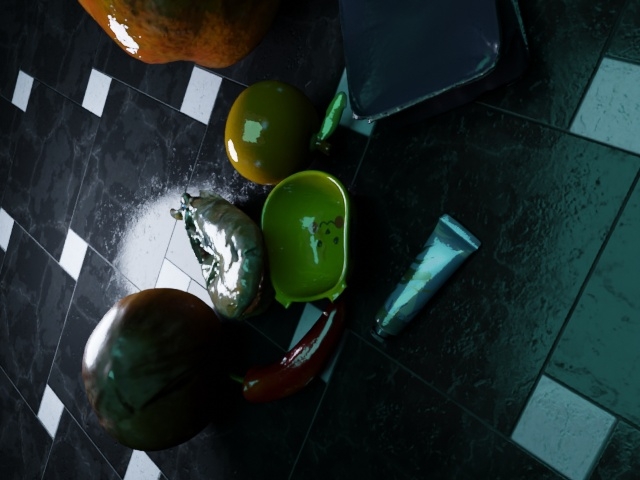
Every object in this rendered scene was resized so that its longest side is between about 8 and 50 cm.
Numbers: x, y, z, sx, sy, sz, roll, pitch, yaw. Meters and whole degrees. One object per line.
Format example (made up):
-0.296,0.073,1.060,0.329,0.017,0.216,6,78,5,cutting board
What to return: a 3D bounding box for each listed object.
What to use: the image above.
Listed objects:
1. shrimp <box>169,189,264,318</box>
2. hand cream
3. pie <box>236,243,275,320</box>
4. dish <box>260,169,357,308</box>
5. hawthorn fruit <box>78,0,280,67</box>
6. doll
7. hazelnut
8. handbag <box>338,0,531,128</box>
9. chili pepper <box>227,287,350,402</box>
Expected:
-0.227,0.008,1.342,0.446,0.109,0.221,45,124,52,shrimp
0.176,0.076,1.097,0.088,0.055,0.256,44,107,28,hand cream
-0.172,0.092,1.377,0.195,0.046,0.195,-3,85,39,pie
0.000,0.000,1.204,0.221,0.108,0.263,-13,77,38,dish
-0.269,-0.592,1.256,0.471,0.471,0.472,-4,84,39,hawthorn fruit
-0.070,-0.209,1.230,0.236,0.213,0.214,14,95,24,doll
-0.363,0.281,1.343,0.315,0.372,0.373,-11,78,9,hazelnut
0.185,-0.388,1.075,0.303,0.122,0.329,-16,77,39,handbag
-0.056,0.246,1.259,0.368,0.092,0.137,-36,44,25,chili pepper
